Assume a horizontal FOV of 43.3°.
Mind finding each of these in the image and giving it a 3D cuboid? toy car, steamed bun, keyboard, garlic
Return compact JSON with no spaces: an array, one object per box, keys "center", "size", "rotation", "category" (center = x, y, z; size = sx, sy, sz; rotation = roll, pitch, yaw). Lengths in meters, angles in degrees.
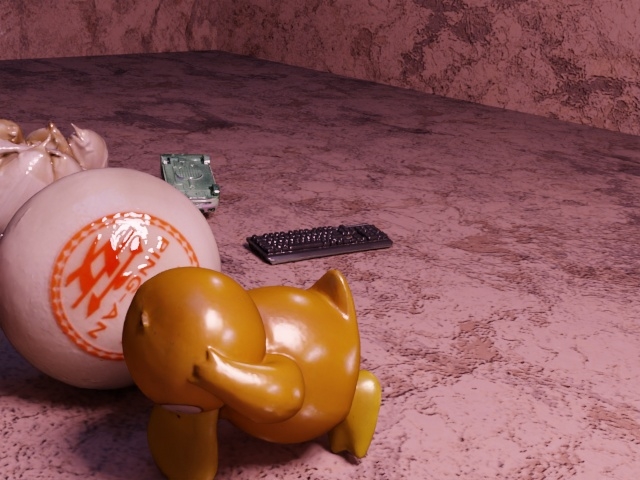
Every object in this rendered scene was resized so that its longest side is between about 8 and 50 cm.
[{"center":[-0.236,-0.096,1.437],"size":[0.090,0.076,0.224],"rotation":[0,28,-15],"category":"toy car"},{"center":[-0.207,0.044,0.814],"size":[0.232,0.231,0.145],"rotation":[-5,12,-23],"category":"steamed bun"},{"center":[0.000,0.000,1.289],"size":[0.230,0.025,0.094],"rotation":[-8,25,-29],"category":"keyboard"},{"center":[-0.443,-0.091,1.230],"size":[0.281,0.184,0.203],"rotation":[8,-33,-45],"category":"garlic"}]

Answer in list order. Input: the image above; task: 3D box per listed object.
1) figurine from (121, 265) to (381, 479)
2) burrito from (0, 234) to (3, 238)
[{"center":[-0.063,0.108,0.718],"size":[0.228,0.215,0.215],"rotation":[-12,25,-37],"category":"figurine"},{"center":[-0.450,0.039,1.041],"size":[0.087,0.060,0.226],"rotation":[3,20,12],"category":"burrito"}]
